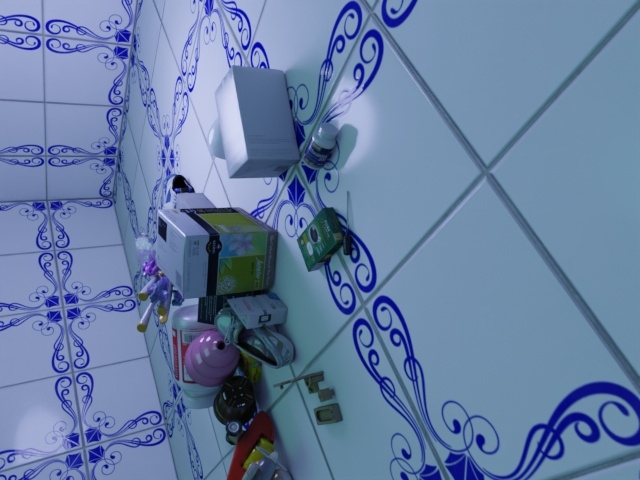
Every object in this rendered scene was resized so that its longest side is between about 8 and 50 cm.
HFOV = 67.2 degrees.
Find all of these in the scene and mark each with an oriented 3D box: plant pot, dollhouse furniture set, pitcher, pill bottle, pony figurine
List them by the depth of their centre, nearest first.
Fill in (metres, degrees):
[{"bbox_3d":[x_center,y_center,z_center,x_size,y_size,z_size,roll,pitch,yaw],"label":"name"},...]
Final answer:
[{"bbox_3d":[0.001,-0.253,1.289,0.067,0.067,0.120,63,142,29],"label":"pill bottle"},{"bbox_3d":[-0.040,0.477,1.421,0.144,0.123,0.151,-38,63,53],"label":"dollhouse furniture set"},{"bbox_3d":[-0.318,-0.390,1.737,0.177,0.125,0.207,38,116,30],"label":"pitcher"},{"bbox_3d":[-0.317,0.595,1.808,0.165,0.166,0.167,108,142,-53],"label":"plant pot"},{"bbox_3d":[-0.517,0.498,2.081,0.229,0.228,0.408,13,106,56],"label":"pill bottle"},{"bbox_3d":[-0.678,0.167,2.082,0.364,0.302,0.351,-86,11,-55],"label":"pony figurine"}]

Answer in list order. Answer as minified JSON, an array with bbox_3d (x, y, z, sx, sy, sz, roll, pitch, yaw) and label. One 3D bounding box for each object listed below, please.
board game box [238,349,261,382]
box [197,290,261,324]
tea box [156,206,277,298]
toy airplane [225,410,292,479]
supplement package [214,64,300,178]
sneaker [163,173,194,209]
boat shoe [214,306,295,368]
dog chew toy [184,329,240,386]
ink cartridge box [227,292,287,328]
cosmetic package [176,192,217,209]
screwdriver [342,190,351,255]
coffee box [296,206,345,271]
[{"bbox_3d":[-0.290,0.470,1.889,0.181,0.043,0.092,29,118,53],"label":"board game box"},{"bbox_3d":[-0.327,0.225,1.740,0.108,0.206,0.153,-43,-39,-76],"label":"box"},{"bbox_3d":[-0.368,0.028,1.677,0.329,0.323,0.220,30,119,53],"label":"tea box"},{"bbox_3d":[-0.234,0.837,1.653,0.386,0.272,0.385,-94,17,-83],"label":"toy airplane"},{"bbox_3d":[-0.198,-0.358,1.485,0.177,0.175,0.293,-23,76,58],"label":"supplement package"},{"bbox_3d":[-0.691,-0.182,2.335,0.182,0.127,0.316,-8,87,60],"label":"sneaker"},{"bbox_3d":[-0.235,0.325,1.609,0.320,0.103,0.118,29,106,22],"label":"boat shoe"},{"bbox_3d":[-0.390,0.423,1.781,0.332,0.206,0.207,-51,53,58],"label":"dog chew toy"},{"bbox_3d":[-0.215,0.235,1.603,0.104,0.180,0.060,41,126,48],"label":"ink cartridge box"},{"bbox_3d":[-0.541,-0.125,2.111,0.238,0.127,0.107,44,130,48],"label":"cosmetic package"},{"bbox_3d":[0.071,-0.045,1.258,0.025,0.024,0.170,-116,27,-82],"label":"screwdriver"},{"bbox_3d":[0.000,0.000,1.357,0.184,0.040,0.113,-50,55,49],"label":"coffee box"}]
